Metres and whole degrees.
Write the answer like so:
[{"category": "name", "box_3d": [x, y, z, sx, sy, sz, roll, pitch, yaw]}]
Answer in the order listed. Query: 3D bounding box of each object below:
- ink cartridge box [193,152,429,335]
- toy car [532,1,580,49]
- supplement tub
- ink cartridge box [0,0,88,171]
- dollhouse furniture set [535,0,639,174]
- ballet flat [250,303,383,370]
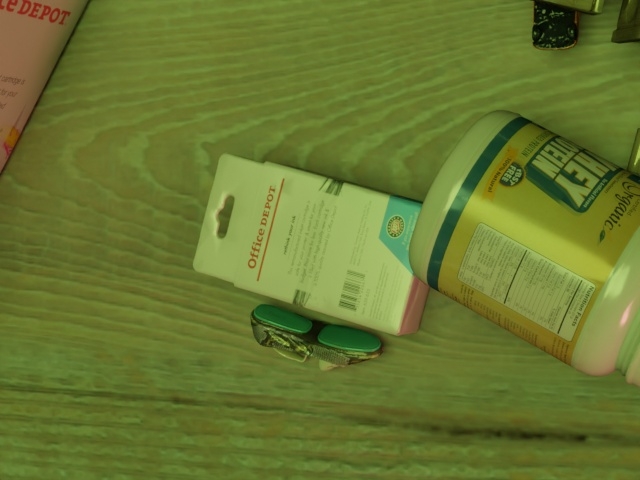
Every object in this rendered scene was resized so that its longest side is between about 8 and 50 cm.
[{"category": "ink cartridge box", "box_3d": [0.000, 0.000, 1.275, 0.180, 0.060, 0.104, 17, 96, 19]}, {"category": "toy car", "box_3d": [0.215, -0.181, 1.212, 0.122, 0.040, 0.060, -18, 77, 16]}, {"category": "supplement tub", "box_3d": [0.180, 0.009, 1.167, 0.199, 0.144, 0.144, 29, 99, 17]}, {"category": "ink cartridge box", "box_3d": [-0.344, -0.115, 1.311, 0.131, 0.226, 0.306, 30, 98, 16]}, {"category": "dollhouse furniture set", "box_3d": [0.229, -0.115, 1.140, 0.182, 0.101, 0.161, 12, 95, -3]}, {"category": "ballet flat", "box_3d": [-0.003, 0.083, 1.293, 0.114, 0.041, 0.041, 16, 95, 19]}]
